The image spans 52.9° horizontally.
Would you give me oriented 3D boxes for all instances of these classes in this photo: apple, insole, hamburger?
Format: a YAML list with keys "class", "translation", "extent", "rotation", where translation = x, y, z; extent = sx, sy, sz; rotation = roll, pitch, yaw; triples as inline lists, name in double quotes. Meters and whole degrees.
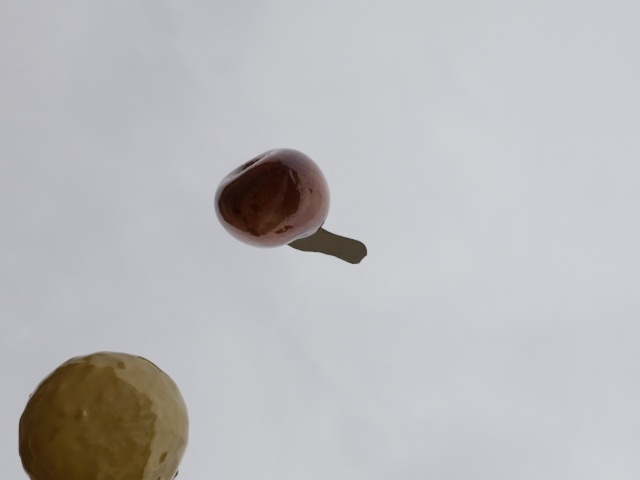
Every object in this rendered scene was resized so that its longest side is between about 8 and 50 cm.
- class: "apple"
  translation: [-0.080, -0.068, 1.123]
  extent: [0.201, 0.201, 0.162]
  rotation: [-20, -70, 34]
- class: "insole"
  translation: [0.000, 0.000, 1.298]
  extent: [0.197, 0.004, 0.065]
  rotation: [16, -73, 6]
- class: "hamburger"
  translation: [-0.208, 0.189, 0.624]
  extent: [0.162, 0.162, 0.115]
  rotation: [70, -25, 18]
